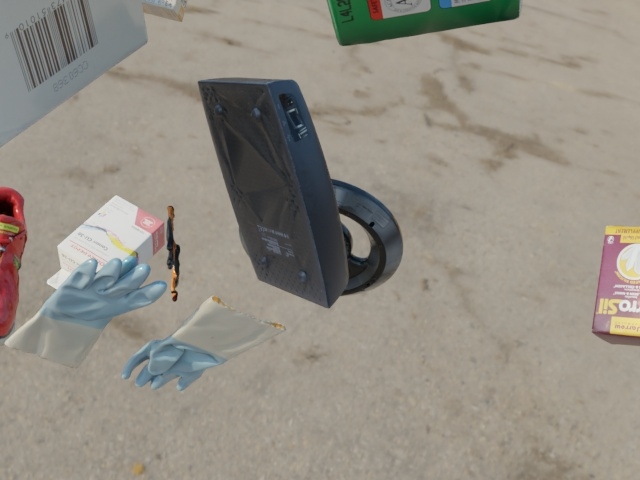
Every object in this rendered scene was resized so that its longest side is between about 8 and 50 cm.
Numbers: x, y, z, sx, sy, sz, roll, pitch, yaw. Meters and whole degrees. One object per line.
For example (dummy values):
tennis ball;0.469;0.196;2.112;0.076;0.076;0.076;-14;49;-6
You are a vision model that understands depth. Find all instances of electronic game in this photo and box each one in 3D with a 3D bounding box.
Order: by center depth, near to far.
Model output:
electronic game;0.000;0.000;1.155;0.229;0.229;0.048;14;48;-1

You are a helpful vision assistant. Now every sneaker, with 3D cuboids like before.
sneaker;-0.435;0.022;1.094;0.107;0.118;0.279;15;30;-27

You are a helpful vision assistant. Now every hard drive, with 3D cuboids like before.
hard drive;-0.049;-0.060;0.936;0.054;0.255;0.172;-27;24;-28

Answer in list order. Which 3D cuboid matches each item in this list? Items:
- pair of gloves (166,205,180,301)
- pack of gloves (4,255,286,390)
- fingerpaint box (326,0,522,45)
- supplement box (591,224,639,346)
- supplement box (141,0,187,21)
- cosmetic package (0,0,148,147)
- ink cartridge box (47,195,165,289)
pair of gloves;-0.155;0.014;0.887;0.010;0.083;0.074;-3;48;-6
pack of gloves;-0.176;0.078;0.831;0.195;0.232;0.046;24;52;-28
fingerpaint box;0.035;-0.427;0.578;0.163;0.445;0.371;-7;63;9
supplement box;0.236;0.034;0.615;0.054;0.083;0.043;1;-16;40
supplement box;-0.216;-0.301;1.021;0.098;0.036;0.062;14;1;-1
cosmetic package;-0.374;-0.260;0.771;0.384;0.156;0.217;29;56;20
ink cartridge box;-0.382;0.020;1.493;0.115;0.067;0.198;27;50;14
